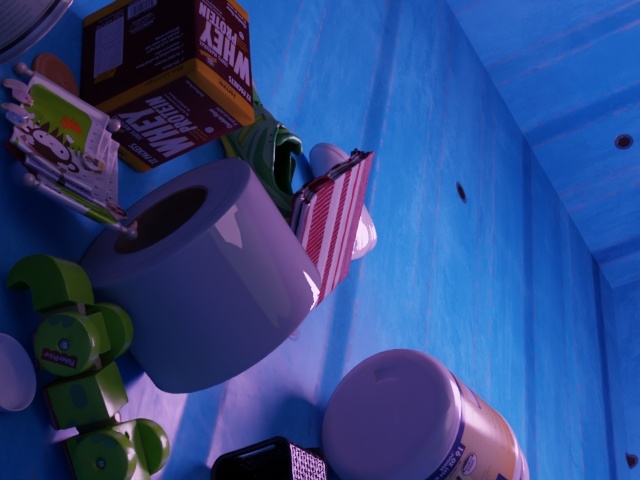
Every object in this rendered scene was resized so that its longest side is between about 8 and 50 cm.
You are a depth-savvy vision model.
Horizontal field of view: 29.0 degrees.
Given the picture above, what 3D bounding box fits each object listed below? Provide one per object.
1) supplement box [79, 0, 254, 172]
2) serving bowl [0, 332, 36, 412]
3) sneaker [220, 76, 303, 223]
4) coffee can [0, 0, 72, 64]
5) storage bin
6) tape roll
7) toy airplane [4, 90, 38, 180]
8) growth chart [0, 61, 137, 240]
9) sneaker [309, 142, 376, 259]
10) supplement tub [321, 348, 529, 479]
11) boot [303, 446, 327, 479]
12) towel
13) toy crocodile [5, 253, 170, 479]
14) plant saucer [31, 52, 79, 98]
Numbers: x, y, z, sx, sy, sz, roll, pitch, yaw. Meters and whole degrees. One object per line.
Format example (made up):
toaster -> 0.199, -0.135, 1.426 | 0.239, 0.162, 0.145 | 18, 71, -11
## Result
supplement box -> -0.203, -0.228, 1.639 | 0.129, 0.191, 0.194 | 40, 37, -47
serving bowl -> -0.328, 0.137, 1.259 | 0.083, 0.027, 0.083 | 48, 30, -39
sneaker -> -0.088, -0.155, 1.907 | 0.109, 0.123, 0.296 | 13, 58, -62
coffee can -> -0.406, -0.339, 1.292 | 0.275, 0.201, 0.202 | 45, 32, -42
storage bin -> -0.060, 0.347, 1.529 | 0.084, 0.122, 0.180 | 39, 36, -47
tape roll -> -0.144, 0.039, 1.470 | 0.169, 0.246, 0.246 | 56, 26, -23
toy airplane -> -0.322, -0.110, 1.481 | 0.151, 0.028, 0.151 | 40, 26, -24
growth chart -> -0.297, -0.110, 1.456 | 0.172, 0.021, 0.237 | 27, 31, -33
sneaker -> 0.030, -0.066, 2.155 | 0.094, 0.080, 0.212 | -36, 104, -54
supplement tub -> 0.171, 0.325, 1.910 | 0.316, 0.228, 0.228 | 41, 35, -45
boot -> -0.005, 0.396, 1.684 | 0.137, 0.076, 0.198 | 48, 43, -46
towel -> 0.000, 0.000, 1.926 | 0.329, 0.037, 0.237 | -40, 144, -65
toy crocodile -> -0.247, 0.174, 1.323 | 0.115, 0.105, 0.341 | -19, 92, -75
plant saucer -> -0.332, -0.199, 1.563 | 0.083, 0.013, 0.083 | 46, 32, -40
